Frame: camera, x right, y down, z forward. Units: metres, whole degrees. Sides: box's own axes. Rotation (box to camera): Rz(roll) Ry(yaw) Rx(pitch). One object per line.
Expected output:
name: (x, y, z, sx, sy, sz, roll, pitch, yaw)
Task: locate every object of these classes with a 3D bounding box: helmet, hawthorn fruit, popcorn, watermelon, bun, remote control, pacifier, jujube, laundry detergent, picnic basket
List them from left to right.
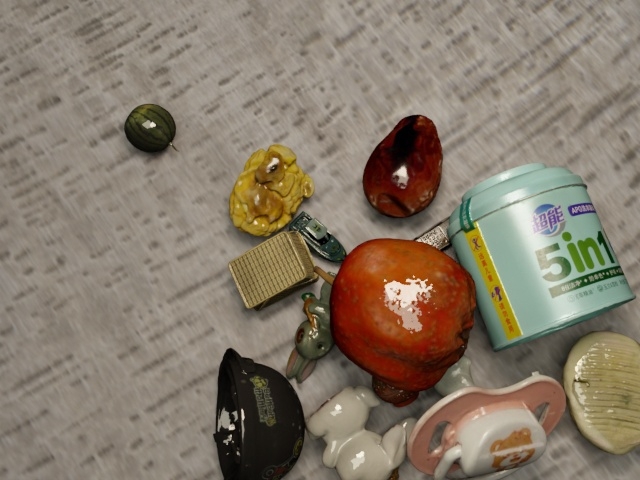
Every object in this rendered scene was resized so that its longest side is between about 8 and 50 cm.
watermelon: (-0.358, -0.235, 1.852, 0.133, 0.105, 0.105, 35, 81, -2)
helmet: (-0.114, 0.345, 1.654, 0.160, 0.231, 0.279, 3, 53, -15)
popcorn: (-0.108, -0.107, 1.794, 0.140, 0.163, 0.194, 31, 112, 31)
picnic basket: (-0.096, 0.062, 1.756, 0.164, 0.079, 0.115, -29, 75, 16)
hawthorn fruit: (0.126, 0.119, 1.592, 0.330, 0.287, 0.287, 24, 79, 20)
jujube: (0.176, -0.160, 1.784, 0.168, 0.168, 0.236, 14, 61, 6)
remote control: (0.207, 0.022, 1.800, 0.212, 0.028, 0.059, -31, 81, -4)
pacifier: (0.306, 0.336, 1.623, 0.332, 0.220, 0.273, -6, 74, -21)
laundry detergent: (0.410, 0.024, 1.656, 0.287, 0.287, 0.305, -20, 77, -2)
bun: (0.566, 0.293, 1.669, 0.209, 0.116, 0.237, -2, 84, -9)

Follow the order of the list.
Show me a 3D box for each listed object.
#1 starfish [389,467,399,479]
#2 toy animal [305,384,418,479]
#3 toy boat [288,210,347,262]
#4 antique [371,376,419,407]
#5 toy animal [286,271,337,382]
starfish: (0.137, 0.516, 1.672, 0.213, 0.057, 0.238, 7, 78, -3)
toy animal: (0.078, 0.375, 1.657, 0.193, 0.127, 0.178, 42, 95, 14)
toy boat: (0.000, 0.000, 1.802, 0.141, 0.060, 0.055, 40, 57, 6)
antique: (0.150, 0.276, 1.705, 0.104, 0.104, 0.104, -1, 77, 3)
toy animal: (0.008, 0.178, 1.731, 0.138, 0.108, 0.236, 22, 79, 7)
